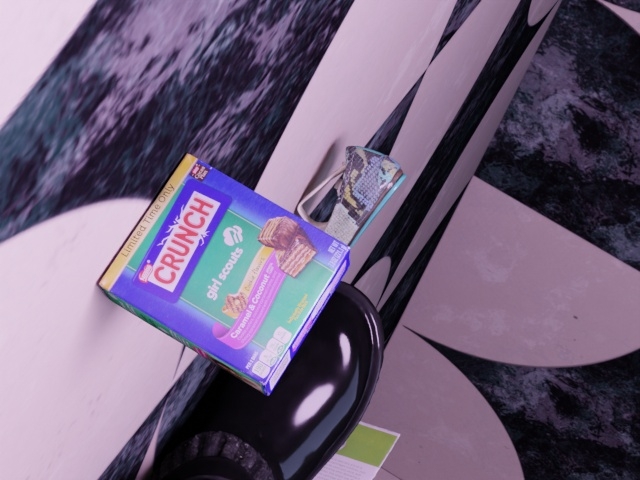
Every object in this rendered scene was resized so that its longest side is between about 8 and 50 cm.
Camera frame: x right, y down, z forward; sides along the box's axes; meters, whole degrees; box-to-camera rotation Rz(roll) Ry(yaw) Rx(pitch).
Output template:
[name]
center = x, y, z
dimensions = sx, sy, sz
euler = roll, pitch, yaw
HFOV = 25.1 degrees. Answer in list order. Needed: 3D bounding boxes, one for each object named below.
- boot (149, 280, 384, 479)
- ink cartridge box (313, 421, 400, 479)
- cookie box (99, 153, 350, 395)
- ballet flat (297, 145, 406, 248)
[boot]
center = -0.069, 0.188, 1.232
dimensions = 0.348, 0.131, 0.260
euler = -59, 172, 2
[ink cartridge box]
center = -0.047, 0.290, 1.469
dimensions = 0.255, 0.188, 0.097
euler = -53, 146, -41
[cookie box]
center = -0.052, 0.018, 0.790
dimensions = 0.092, 0.107, 0.040
euler = -58, 171, -15
[ballet flat]
center = 0.000, 0.000, 1.215
dimensions = 0.188, 0.070, 0.070
euler = -57, 173, 15
